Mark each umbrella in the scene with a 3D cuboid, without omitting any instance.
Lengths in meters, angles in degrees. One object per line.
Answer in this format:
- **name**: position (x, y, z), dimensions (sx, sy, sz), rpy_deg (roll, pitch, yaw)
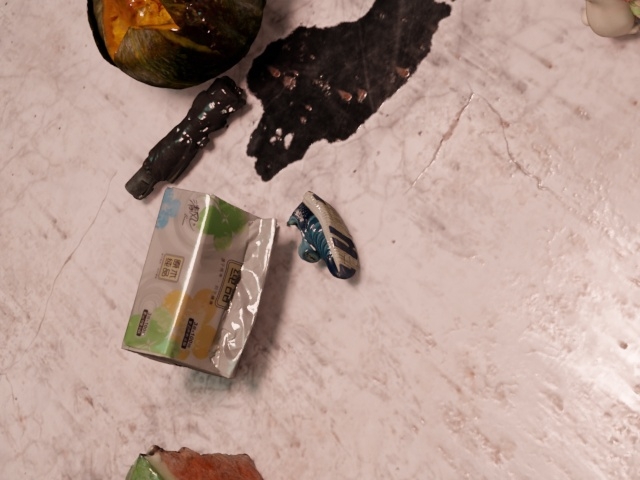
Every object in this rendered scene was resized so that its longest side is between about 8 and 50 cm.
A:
- **umbrella**: position (-0.205, -0.149, 1.961), dimensions (0.235, 0.059, 0.066), rpy_deg (-44, 30, 18)

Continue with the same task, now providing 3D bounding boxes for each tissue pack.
- **tissue pack**: position (-0.144, 0.064, 1.773), dimensions (0.145, 0.159, 0.229), rpy_deg (8, 79, 37)

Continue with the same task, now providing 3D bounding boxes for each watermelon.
- **watermelon**: position (-0.118, 0.376, 1.630), dimensions (0.193, 0.310, 0.232), rpy_deg (-67, 13, -2)

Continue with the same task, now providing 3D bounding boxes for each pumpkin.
- **pumpkin**: position (-0.210, -0.375, 1.917), dimensions (0.320, 0.192, 0.321), rpy_deg (14, 108, 51)

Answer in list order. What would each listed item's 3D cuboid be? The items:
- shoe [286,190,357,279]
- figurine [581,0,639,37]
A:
- **shoe**: position (0.000, 0.000, 1.753), dimensions (0.071, 0.064, 0.143), rpy_deg (-42, 52, 16)
- **figurine**: position (0.348, -0.321, 1.560), dimensions (0.098, 0.146, 0.081), rpy_deg (-11, 43, 15)
